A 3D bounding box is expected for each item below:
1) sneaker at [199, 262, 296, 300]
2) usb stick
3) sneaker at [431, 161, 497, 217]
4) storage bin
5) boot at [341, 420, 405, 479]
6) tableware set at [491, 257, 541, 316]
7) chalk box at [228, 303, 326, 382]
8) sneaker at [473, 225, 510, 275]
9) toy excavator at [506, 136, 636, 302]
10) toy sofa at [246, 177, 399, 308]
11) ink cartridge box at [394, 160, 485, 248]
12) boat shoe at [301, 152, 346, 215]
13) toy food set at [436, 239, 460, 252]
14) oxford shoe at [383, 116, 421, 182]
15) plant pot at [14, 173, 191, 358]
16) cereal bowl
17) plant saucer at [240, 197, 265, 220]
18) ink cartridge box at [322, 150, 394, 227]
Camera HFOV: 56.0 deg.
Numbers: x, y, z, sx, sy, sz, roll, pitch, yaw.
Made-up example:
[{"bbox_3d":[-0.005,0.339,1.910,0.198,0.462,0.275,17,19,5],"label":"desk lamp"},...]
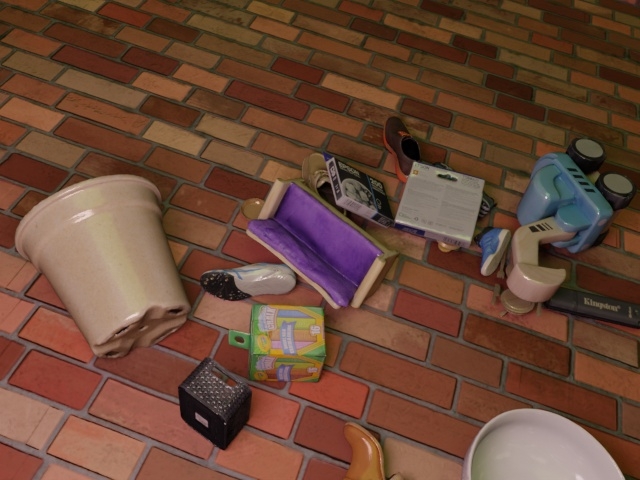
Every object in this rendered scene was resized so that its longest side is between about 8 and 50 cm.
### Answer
[{"bbox_3d":[-0.179,0.096,1.499,0.237,0.085,0.086,-1,27,-8],"label":"sneaker"},{"bbox_3d":[0.734,0.177,1.618,0.277,0.045,0.077,13,50,0],"label":"usb stick"},{"bbox_3d":[0.430,-0.158,1.824,0.224,0.083,0.098,46,39,17],"label":"sneaker"},{"bbox_3d":[-0.216,0.335,1.228,0.122,0.180,0.084,31,52,15],"label":"storage bin"},{"bbox_3d":[0.070,0.484,1.235,0.152,0.073,0.197,-30,60,-25],"label":"boot"},{"bbox_3d":[0.536,0.133,1.623,0.128,0.039,0.194,14,44,15],"label":"tableware set"},{"bbox_3d":[-0.102,0.233,1.363,0.212,0.132,0.132,2,51,-8],"label":"chalk box"},{"bbox_3d":[0.463,0.026,1.686,0.084,0.058,0.152,17,70,39],"label":"sneaker"},{"bbox_3d":[0.646,-0.051,1.677,0.444,0.222,0.433,-11,53,-15],"label":"toy excavator"},{"bbox_3d":[0.000,0.000,1.518,0.362,0.150,0.177,39,27,20],"label":"toy sofa"},{"bbox_3d":[0.342,-0.105,1.723,0.223,0.045,0.224,17,62,9],"label":"ink cartridge box"},{"bbox_3d":[0.017,-0.152,1.712,0.109,0.098,0.302,-4,53,-13],"label":"boat shoe"},{"bbox_3d":[0.367,-0.003,1.710,0.082,0.020,0.083,-6,53,-15],"label":"toy food set"},{"bbox_3d":[0.266,-0.307,1.882,0.096,0.098,0.271,-5,53,-14],"label":"oxford shoe"},{"bbox_3d":[-0.448,0.076,1.330,0.333,0.334,0.306,-23,70,-26],"label":"plant pot"},{"bbox_3d":[0.441,0.528,1.222,0.338,0.141,0.339,5,50,-6],"label":"cereal bowl"},{"bbox_3d":[-0.181,-0.082,1.673,0.083,0.015,0.083,6,51,-7],"label":"plant saucer"},{"bbox_3d":[0.107,-0.154,1.702,0.206,0.045,0.208,22,40,-38],"label":"ink cartridge box"}]
